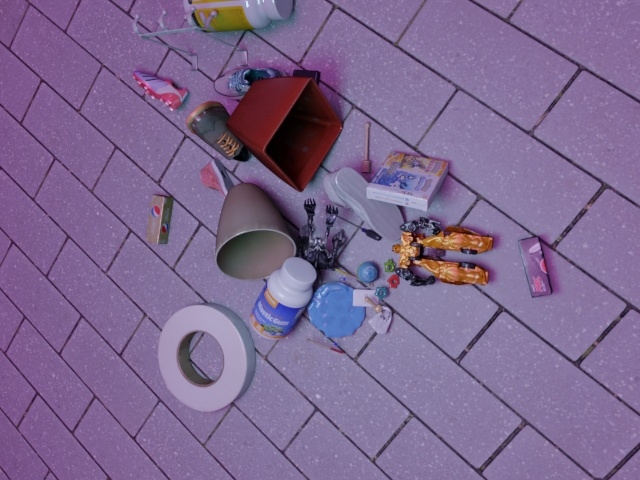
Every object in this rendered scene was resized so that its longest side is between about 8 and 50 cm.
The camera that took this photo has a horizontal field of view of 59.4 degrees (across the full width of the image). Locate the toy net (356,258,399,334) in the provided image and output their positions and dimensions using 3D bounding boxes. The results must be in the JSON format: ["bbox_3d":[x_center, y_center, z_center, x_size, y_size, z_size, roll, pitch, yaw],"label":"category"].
[{"bbox_3d":[0.192,0.178,1.782,0.122,0.045,0.232,-10,95,-12],"label":"toy net"}]

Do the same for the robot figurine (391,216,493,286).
[{"bbox_3d":[0.360,0.042,1.681,0.291,0.085,0.211,8,95,22],"label":"robot figurine"}]

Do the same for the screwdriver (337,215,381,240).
[{"bbox_3d":[0.124,-0.043,1.821,0.170,0.025,0.024,30,104,28],"label":"screwdriver"}]

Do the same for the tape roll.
[{"bbox_3d":[-0.419,0.422,2.041,0.392,0.072,0.392,1,92,23],"label":"tape roll"}]

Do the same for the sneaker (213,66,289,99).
[{"bbox_3d":[-0.251,-0.547,1.901,0.283,0.122,0.110,0,92,23],"label":"sneaker"}]

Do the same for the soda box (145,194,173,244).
[{"bbox_3d":[-0.604,-0.079,2.108,0.061,0.058,0.181,12,96,22],"label":"soda box"}]

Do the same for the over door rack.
[{"bbox_3d":[-0.425,-0.681,1.872,0.239,0.324,0.108,4,84,25],"label":"over door rack"}]

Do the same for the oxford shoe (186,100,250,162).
[{"bbox_3d":[-0.311,-0.343,1.813,0.130,0.364,0.133,-43,79,7],"label":"oxford shoe"}]

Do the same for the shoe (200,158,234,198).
[{"bbox_3d":[-0.365,-0.199,2.000,0.081,0.063,0.178,-34,74,22],"label":"shoe"}]

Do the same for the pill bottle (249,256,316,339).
[{"bbox_3d":[-0.117,0.185,1.815,0.152,0.152,0.272,42,128,16],"label":"pill bottle"}]

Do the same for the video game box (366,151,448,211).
[{"bbox_3d":[0.259,-0.179,1.661,0.187,0.205,0.048,16,136,20],"label":"video game box"}]

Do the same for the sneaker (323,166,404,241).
[{"bbox_3d":[0.133,-0.117,1.770,0.292,0.169,0.108,46,79,-16],"label":"sneaker"}]

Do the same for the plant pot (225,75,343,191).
[{"bbox_3d":[-0.131,-0.354,1.764,0.236,0.267,0.267,26,80,32],"label":"plant pot"}]

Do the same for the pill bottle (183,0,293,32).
[{"bbox_3d":[-0.270,-0.796,1.864,0.334,0.188,0.188,6,94,23],"label":"pill bottle"}]

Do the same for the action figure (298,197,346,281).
[{"bbox_3d":[0.000,0.000,1.809,0.164,0.141,0.275,11,129,7],"label":"action figure"}]

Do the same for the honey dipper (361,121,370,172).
[{"bbox_3d":[0.148,-0.296,1.790,0.030,0.030,0.160,4,91,23],"label":"honey dipper"}]

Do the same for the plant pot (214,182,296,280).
[{"bbox_3d":[-0.232,-0.052,1.843,0.256,0.256,0.274,-34,49,21],"label":"plant pot"}]

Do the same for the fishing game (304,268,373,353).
[{"bbox_3d":[0.050,0.227,1.828,0.189,0.041,0.264,19,97,-2],"label":"fishing game"}]

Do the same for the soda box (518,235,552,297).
[{"bbox_3d":[0.609,0.074,1.591,0.060,0.053,0.169,-15,87,23],"label":"soda box"}]

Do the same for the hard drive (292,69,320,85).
[{"bbox_3d":[-0.055,-0.499,1.872,0.094,0.022,0.135,10,96,23],"label":"hard drive"}]

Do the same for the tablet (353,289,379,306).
[{"bbox_3d":[0.146,0.185,1.802,0.083,0.006,0.054,2,93,-4],"label":"tablet"}]

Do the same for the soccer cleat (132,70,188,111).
[{"bbox_3d":[-0.596,-0.570,2.084,0.248,0.083,0.095,37,76,23],"label":"soccer cleat"}]
